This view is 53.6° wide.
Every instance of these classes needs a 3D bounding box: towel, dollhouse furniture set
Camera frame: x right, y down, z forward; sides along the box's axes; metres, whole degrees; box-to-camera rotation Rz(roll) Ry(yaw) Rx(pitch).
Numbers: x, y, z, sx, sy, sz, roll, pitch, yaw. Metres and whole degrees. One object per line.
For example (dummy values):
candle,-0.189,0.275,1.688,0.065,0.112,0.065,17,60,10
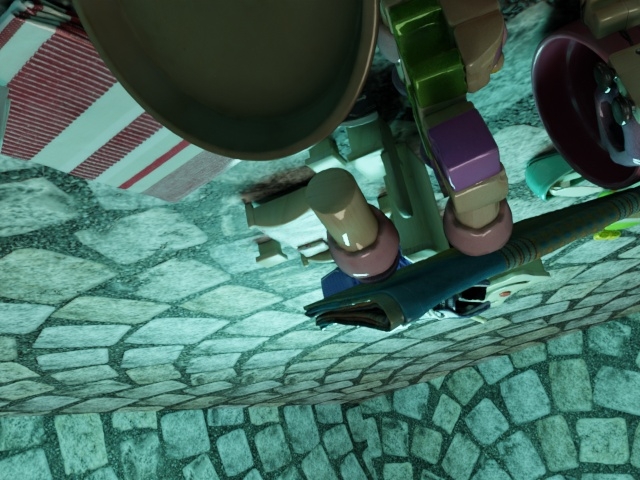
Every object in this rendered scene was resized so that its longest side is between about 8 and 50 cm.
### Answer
towel,0.183,0.024,0.746,0.369,0.040,0.271,-20,179,-19
dollhouse furniture set,0.000,0.000,0.980,0.355,0.174,0.303,-21,156,21
towel,-0.235,-0.135,0.723,0.237,0.037,0.328,-26,152,35

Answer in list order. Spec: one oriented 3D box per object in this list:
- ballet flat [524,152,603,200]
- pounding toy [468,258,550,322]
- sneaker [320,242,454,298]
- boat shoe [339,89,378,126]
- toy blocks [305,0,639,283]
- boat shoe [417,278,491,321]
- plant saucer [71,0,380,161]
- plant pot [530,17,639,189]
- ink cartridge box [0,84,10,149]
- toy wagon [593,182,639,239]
ballet flat,0.462,-0.125,1.027,0.247,0.087,0.083,-21,156,21
pounding toy,0.424,0.131,1.526,0.269,0.155,0.154,-29,148,35
sneaker,0.150,0.045,1.252,0.315,0.128,0.182,-17,155,-7
boat shoe,0.008,-0.155,0.791,0.125,0.038,0.046,-12,-160,15
toy blocks,0.133,-0.121,0.622,0.308,0.289,0.260,-19,153,10
boat shoe,0.208,0.121,1.373,0.340,0.127,0.158,-11,-169,-23
plant saucer,-0.077,-0.188,0.456,0.278,0.278,0.041,-38,-173,47
plant pot,0.378,-0.184,0.734,0.180,0.201,0.201,-26,158,-5
ink cartridge box,-0.455,-0.098,0.550,0.201,0.117,0.278,-25,149,35
toy wagon,0.668,-0.082,1.237,0.267,0.068,0.344,-2,164,-22
